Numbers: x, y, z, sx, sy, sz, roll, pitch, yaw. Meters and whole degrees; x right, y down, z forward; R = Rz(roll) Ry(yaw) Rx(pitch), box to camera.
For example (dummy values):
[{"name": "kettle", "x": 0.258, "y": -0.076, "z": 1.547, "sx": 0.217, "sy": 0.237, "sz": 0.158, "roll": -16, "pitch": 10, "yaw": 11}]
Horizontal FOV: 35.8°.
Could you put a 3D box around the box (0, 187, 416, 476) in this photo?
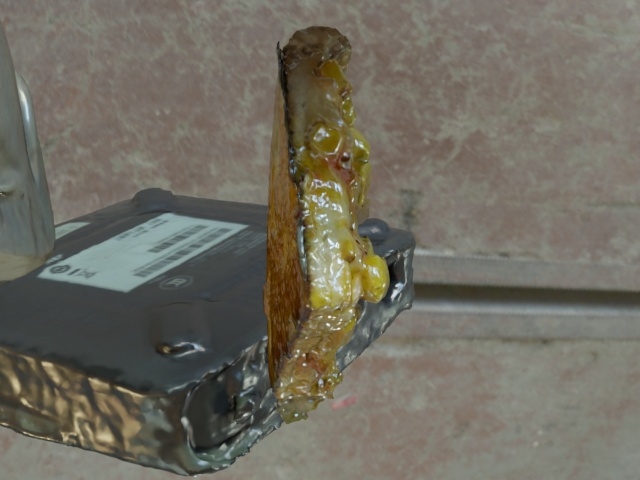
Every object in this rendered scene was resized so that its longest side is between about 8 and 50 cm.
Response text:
[{"name": "box", "x": -0.133, "y": 0.046, "z": 0.816, "sx": 0.359, "sy": 0.350, "sz": 0.091, "roll": -32, "pitch": 125, "yaw": -53}]

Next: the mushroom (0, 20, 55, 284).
[{"name": "mushroom", "x": -0.168, "y": -0.076, "z": 0.376, "sx": 0.096, "sy": 0.108, "sz": 0.247, "roll": -16, "pitch": 110, "yaw": -12}]

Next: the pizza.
[{"name": "pizza", "x": 0.000, "y": 0.000, "z": 0.410, "sx": 0.041, "sy": 0.131, "sz": 0.178, "roll": 0, "pitch": 95, "yaw": -9}]
